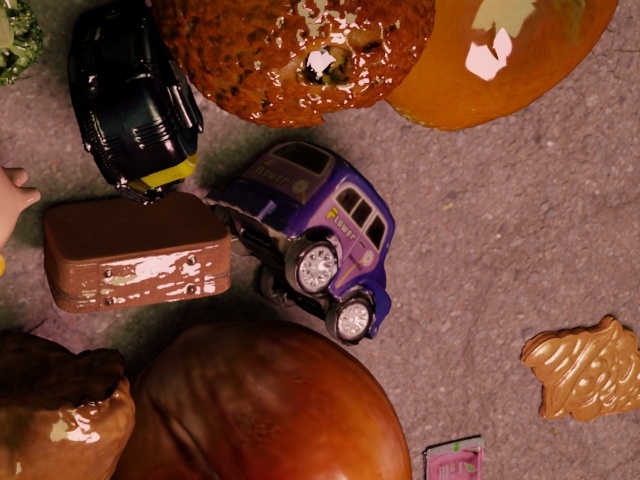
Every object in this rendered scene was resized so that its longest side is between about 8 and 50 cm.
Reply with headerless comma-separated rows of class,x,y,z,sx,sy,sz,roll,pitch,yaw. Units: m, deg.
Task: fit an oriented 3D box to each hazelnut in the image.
hazelnut,-0.068,0.263,1.845,0.372,0.315,0.372,2,103,7

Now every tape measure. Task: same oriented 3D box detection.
tape measure,-0.183,-0.135,1.657,0.112,0.186,0.199,-18,123,10

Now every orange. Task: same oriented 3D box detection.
orange,0.188,-0.273,1.779,0.334,0.196,0.262,-38,111,6

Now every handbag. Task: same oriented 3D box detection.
handbag,-0.204,0.009,1.745,0.193,0.151,0.072,-11,122,-22

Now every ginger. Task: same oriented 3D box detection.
ginger,-0.317,0.231,1.739,0.200,0.269,0.223,-27,120,-44

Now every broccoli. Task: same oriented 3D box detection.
broccoli,-0.355,-0.211,1.570,0.195,0.156,0.195,5,82,-40

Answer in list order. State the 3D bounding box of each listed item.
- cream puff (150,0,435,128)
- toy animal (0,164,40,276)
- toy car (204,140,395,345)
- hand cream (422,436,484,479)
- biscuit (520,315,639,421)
cream puff,-0.031,-0.224,1.615,0.303,0.303,0.212,-1,120,-24
toy animal,-0.408,-0.019,1.637,0.248,0.165,0.149,-16,115,-24
toy car,0.000,0.000,1.830,0.158,0.172,0.235,-48,129,-13
hand cream,0.178,0.392,2.178,0.079,0.050,0.275,-23,120,-42
biscuit,0.370,0.178,2.162,0.250,0.035,0.162,16,112,-32
